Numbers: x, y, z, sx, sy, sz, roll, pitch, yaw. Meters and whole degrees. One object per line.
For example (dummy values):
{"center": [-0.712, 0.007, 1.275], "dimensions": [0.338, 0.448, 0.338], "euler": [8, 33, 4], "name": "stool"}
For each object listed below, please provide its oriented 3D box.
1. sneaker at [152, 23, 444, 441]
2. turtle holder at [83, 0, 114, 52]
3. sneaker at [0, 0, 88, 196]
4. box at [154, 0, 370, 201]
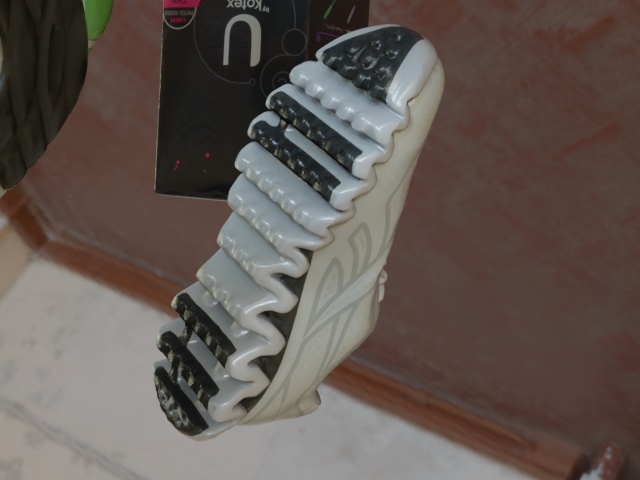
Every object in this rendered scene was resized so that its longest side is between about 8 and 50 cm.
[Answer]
{"center": [0.000, 0.000, 0.676], "dimensions": [0.118, 0.292, 0.110], "euler": [12, -153, -39], "name": "sneaker"}
{"center": [-0.217, -0.283, 0.753], "dimensions": [0.227, 0.243, 0.320], "euler": [4, 131, 26], "name": "turtle holder"}
{"center": [-0.295, -0.018, 0.405], "dimensions": [0.182, 0.410, 0.158], "euler": [32, 147, 40], "name": "sneaker"}
{"center": [-0.054, -0.173, 1.047], "dimensions": [0.165, 0.271, 0.143], "euler": [5, -174, 26], "name": "box"}
